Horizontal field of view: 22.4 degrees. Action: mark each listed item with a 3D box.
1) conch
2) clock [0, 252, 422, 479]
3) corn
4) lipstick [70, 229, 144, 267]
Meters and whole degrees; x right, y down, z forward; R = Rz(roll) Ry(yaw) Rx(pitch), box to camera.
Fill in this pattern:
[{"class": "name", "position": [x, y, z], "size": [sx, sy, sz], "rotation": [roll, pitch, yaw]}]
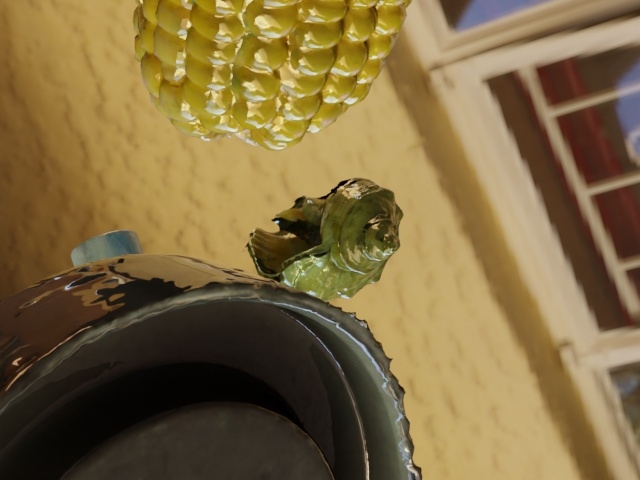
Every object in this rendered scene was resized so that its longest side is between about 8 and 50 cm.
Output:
[{"class": "conch", "position": [0.000, 0.000, 0.973], "size": [0.089, 0.121, 0.074], "rotation": [-26, -66, -38]}, {"class": "clock", "position": [-0.074, 0.140, 0.622], "size": [0.280, 0.055, 0.281], "rotation": [-21, -59, -38]}, {"class": "corn", "position": [0.006, -0.139, 0.407], "size": [0.081, 0.081, 0.248], "rotation": [-39, -31, -59]}, {"class": "lipstick", "position": [-0.117, 0.073, 1.053], "size": [0.048, 0.048, 0.158], "rotation": [6, -120, -60]}]
